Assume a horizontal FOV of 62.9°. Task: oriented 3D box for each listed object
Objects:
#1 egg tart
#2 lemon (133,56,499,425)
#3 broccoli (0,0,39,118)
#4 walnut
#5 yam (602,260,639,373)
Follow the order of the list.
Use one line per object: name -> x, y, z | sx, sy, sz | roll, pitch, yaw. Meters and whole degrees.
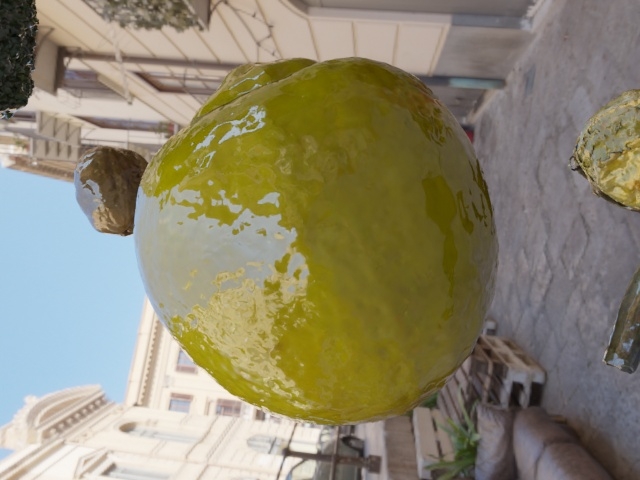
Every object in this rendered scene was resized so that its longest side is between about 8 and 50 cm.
egg tart -> 0.583, -0.137, 0.932 | 0.107, 0.291, 0.291 | -55, -21, -32
lemon -> 0.000, 0.000, 0.498 | 0.348, 0.348, 0.348 | 5, -90, -85
broccoli -> -0.388, -0.208, 0.489 | 0.260, 0.235, 0.288 | -47, -14, -27
walnut -> -0.357, -0.088, 0.929 | 0.166, 0.149, 0.166 | -16, -90, -70
yam -> 0.242, -0.022, 0.347 | 0.029, 0.027, 0.234 | -144, 73, -79
